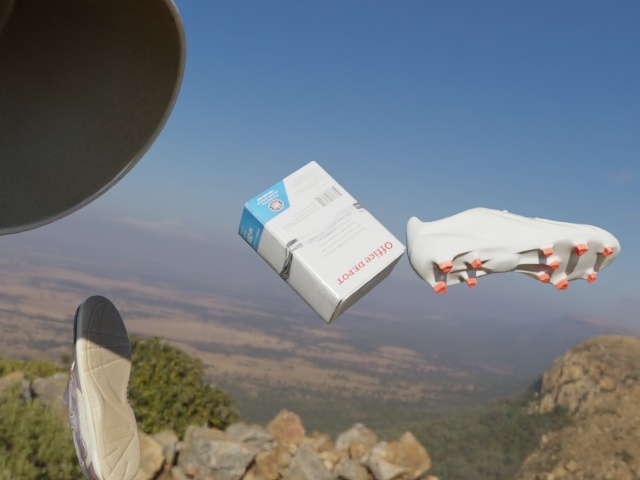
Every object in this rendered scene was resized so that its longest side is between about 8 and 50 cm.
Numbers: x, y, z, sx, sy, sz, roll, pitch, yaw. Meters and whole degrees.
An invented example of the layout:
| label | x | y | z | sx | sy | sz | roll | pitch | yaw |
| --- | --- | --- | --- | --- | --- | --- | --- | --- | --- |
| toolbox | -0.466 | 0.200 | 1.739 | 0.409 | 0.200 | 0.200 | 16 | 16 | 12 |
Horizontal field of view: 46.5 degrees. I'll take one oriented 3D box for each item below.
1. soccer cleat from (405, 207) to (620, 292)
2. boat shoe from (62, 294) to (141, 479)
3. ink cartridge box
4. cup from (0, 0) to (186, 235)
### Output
| label | x | y | z | sx | sy | sz | roll | pitch | yaw |
| --- | --- | --- | --- | --- | --- | --- | --- | --- | --- |
| soccer cleat | 0.171 | 0.000 | 0.659 | 0.196 | 0.068 | 0.076 | -2 | 46 | -14 |
| boat shoe | -0.344 | 0.229 | 1.132 | 0.092 | 0.285 | 0.103 | -17 | -10 | 29 |
| ink cartridge box | 0.000 | 0.000 | 1.044 | 0.190 | 0.140 | 0.082 | 46 | -33 | 14 |
| cup | -0.347 | -0.204 | 0.803 | 0.237 | 0.331 | 0.331 | 42 | 10 | 20 |
